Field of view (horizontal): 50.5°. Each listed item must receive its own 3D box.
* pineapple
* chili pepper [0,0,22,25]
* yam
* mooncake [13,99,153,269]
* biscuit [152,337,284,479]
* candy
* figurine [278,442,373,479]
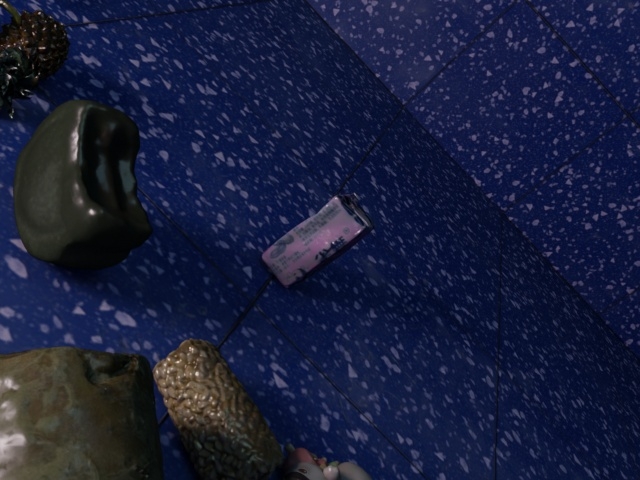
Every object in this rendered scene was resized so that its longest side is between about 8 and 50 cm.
[{"bbox_3d":[-0.379,-0.232,0.843,0.103,0.083,0.221,54,20,-27],"label":"pineapple"},{"bbox_3d":[-0.468,-0.310,0.770,0.272,0.071,0.063,24,5,-11],"label":"chili pepper"},{"bbox_3d":[-0.185,0.197,0.466,0.168,0.168,0.304,25,36,-41],"label":"yam"},{"bbox_3d":[-0.244,-0.057,0.718,0.168,0.175,0.104,14,1,43],"label":"mooncake"},{"bbox_3d":[-0.108,0.183,0.710,0.168,0.070,0.082,57,18,22],"label":"biscuit"},{"bbox_3d":[0.000,0.000,1.034,0.073,0.160,0.092,54,19,4],"label":"candy"},{"bbox_3d":[-0.017,0.274,0.744,0.146,0.081,0.098,23,-8,-34],"label":"figurine"}]
